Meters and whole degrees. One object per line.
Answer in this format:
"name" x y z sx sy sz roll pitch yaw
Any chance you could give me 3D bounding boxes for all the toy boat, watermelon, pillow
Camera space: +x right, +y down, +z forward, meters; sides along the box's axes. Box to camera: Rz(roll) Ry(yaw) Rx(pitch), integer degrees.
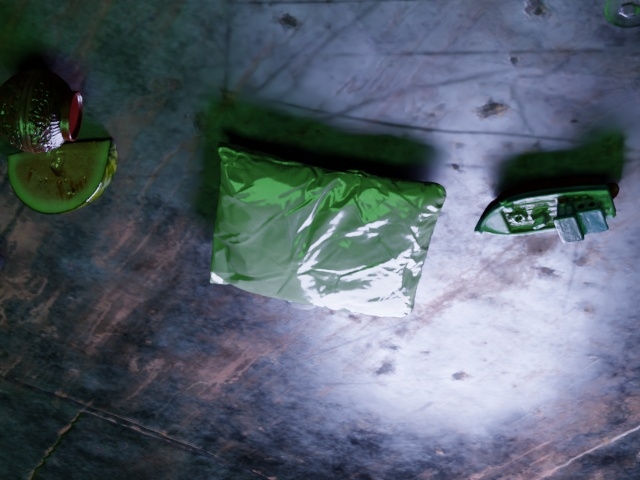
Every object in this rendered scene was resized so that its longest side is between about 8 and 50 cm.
"toy boat" 0.266 -0.032 1.464 0.173 0.059 0.069 -6 141 23
"watermelon" -0.316 -0.076 1.582 0.163 0.087 0.069 -5 178 25
"pillow" -0.001 0.000 1.569 0.281 0.076 0.274 11 142 0

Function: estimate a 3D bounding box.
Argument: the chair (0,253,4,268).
"chair" -0.531 0.054 1.701 0.272 0.188 0.166 -20 135 40

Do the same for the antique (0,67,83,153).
"antique" -0.329 -0.150 1.433 0.104 0.104 0.104 7 144 5
